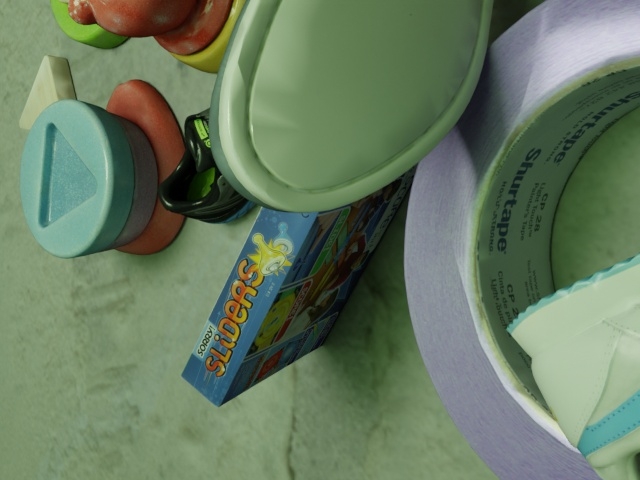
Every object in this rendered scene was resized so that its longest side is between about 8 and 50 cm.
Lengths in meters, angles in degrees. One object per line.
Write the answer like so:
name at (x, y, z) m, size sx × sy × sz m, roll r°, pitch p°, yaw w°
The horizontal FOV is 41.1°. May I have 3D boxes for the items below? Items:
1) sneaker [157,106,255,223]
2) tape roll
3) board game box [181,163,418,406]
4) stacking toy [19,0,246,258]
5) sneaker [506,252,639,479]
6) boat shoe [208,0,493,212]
sneaker at (-0.055, -0.076, 0.624) m, size 0.188 × 0.078 × 0.067 m, roll -45°, pitch 63°, yaw 32°
tape roll at (0.176, 0.009, 0.417) m, size 0.274 × 0.090 × 0.275 m, roll 2°, pitch 94°, yaw 41°
board game box at (0.000, 0.000, 0.539) m, size 0.035 × 0.136 × 0.201 m, roll 36°, pitch 114°, yaw 18°
stacking toy at (-0.209, -0.154, 0.724) m, size 0.279 × 0.130 × 0.309 m, roll 37°, pitch 114°, yaw 34°
sneaker at (0.180, 0.023, 0.306) m, size 0.228 × 0.087 × 0.092 m, roll -36°, pitch 75°, yaw 44°
boat shoe at (0.023, -0.131, 0.452) m, size 0.099 × 0.116 × 0.319 m, roll -18°, pitch 38°, yaw 49°
